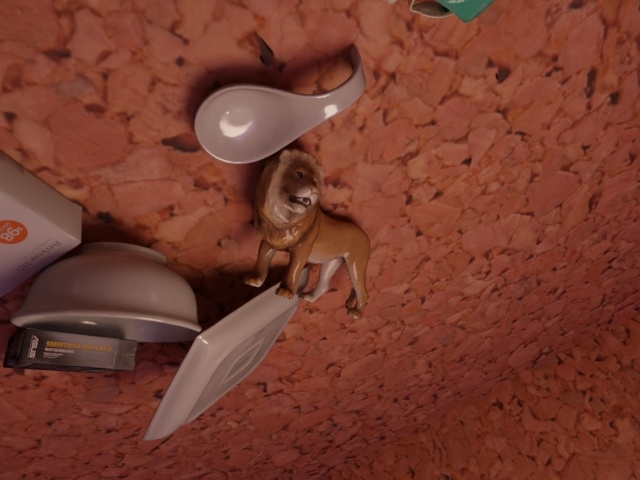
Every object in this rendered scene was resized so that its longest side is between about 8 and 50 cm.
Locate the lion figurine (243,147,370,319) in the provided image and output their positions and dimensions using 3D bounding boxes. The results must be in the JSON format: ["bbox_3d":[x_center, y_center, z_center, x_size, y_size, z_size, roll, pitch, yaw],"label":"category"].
[{"bbox_3d":[0.000,0.000,0.941,0.392,0.142,0.240,28,80,-57],"label":"lion figurine"}]

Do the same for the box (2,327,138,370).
[{"bbox_3d":[-0.465,0.209,0.923,0.183,0.056,0.231,14,158,-34],"label":"box"}]

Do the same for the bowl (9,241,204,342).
[{"bbox_3d":[-0.339,0.087,0.838,0.297,0.134,0.298,1,162,0],"label":"bowl"}]

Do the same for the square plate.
[{"bbox_3d":[-0.174,0.234,1.020,0.347,0.049,0.344,-30,158,-54],"label":"square plate"}]

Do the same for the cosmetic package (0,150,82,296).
[{"bbox_3d":[-0.592,0.000,0.710,0.377,0.097,0.284,-32,140,9],"label":"cosmetic package"}]

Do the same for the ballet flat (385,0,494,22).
[{"bbox_3d":[0.132,-0.354,0.678,0.247,0.083,0.087,8,143,-27],"label":"ballet flat"}]

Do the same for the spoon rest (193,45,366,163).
[{"bbox_3d":[-0.055,-0.199,0.748,0.276,0.084,0.137,-24,138,0],"label":"spoon rest"}]
